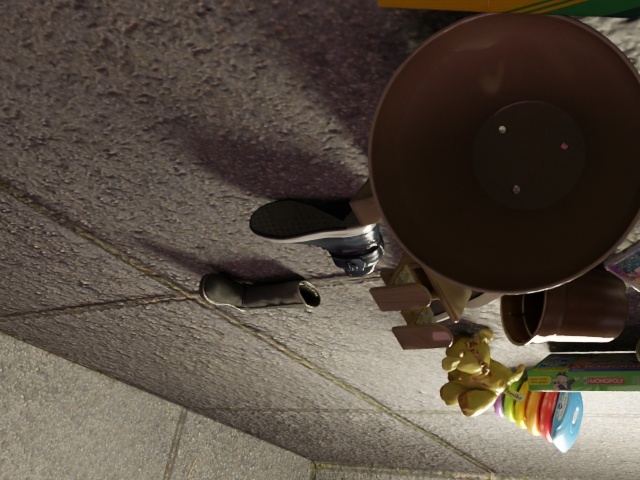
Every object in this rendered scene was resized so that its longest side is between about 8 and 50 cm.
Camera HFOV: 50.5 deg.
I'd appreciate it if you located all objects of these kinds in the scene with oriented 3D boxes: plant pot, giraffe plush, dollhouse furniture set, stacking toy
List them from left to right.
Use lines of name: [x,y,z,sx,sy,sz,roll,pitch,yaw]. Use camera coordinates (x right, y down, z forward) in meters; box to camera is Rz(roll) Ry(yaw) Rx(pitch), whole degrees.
dollhouse furniture set: [0.179,0.003,0.991,0.161,0.212,0.242,-11,119,40]
giraffe plush: [0.351,0.290,1.568,0.210,0.181,0.170,-5,129,50]
plant pot: [0.219,-0.097,0.761,0.284,0.284,0.191,-3,-174,26]
stacking toy: [0.518,0.421,1.784,0.302,0.175,0.166,9,157,35]
plant pot: [0.420,0.106,1.168,0.165,0.167,0.167,7,154,-10]

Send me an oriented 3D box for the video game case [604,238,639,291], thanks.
video game case: [0.558,0.043,1.064,0.157,0.019,0.143,32,138,-10]

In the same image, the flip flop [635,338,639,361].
flip flop: [0.631,0.139,1.084,0.277,0.112,0.080,-25,108,47]

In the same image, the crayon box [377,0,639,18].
crayon box: [0.190,-0.318,0.458,0.313,0.106,0.363,5,153,11]

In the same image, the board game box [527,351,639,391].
board game box: [0.622,0.274,1.427,0.317,0.046,0.213,-7,178,31]

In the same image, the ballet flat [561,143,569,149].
ballet flat: [0.323,-0.068,0.933,0.077,0.079,0.221,3,152,17]

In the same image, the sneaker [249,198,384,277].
sneaker: [0.000,0.002,1.186,0.226,0.086,0.163,1,149,17]

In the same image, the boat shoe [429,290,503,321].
boat shoe: [0.252,0.085,1.251,0.109,0.091,0.305,-28,174,-24]

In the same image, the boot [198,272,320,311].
boot: [-0.131,0.114,1.472,0.209,0.076,0.190,0,167,35]
